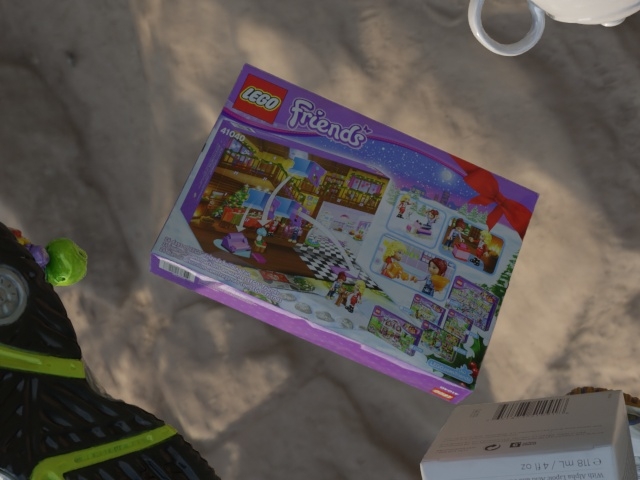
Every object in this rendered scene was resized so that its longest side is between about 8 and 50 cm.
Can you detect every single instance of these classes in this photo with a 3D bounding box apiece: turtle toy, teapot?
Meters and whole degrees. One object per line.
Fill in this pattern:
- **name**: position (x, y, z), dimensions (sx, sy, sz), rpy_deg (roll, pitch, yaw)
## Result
- **turtle toy**: position (-0.268, 0.023, 0.955), dimensions (0.095, 0.130, 0.066), rpy_deg (17, 95, 51)
- **teapot**: position (0.339, -0.351, 1.344), dimensions (0.256, 0.252, 0.187), rpy_deg (2, 129, 34)

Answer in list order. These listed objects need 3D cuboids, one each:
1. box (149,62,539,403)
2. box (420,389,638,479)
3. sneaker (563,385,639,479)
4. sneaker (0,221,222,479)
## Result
- **box**: position (0.025, -0.007, 0.947), dimensions (0.293, 0.201, 0.057), rpy_deg (24, 157, -1)
- **box**: position (0.211, 0.234, 1.058), dimensions (0.181, 0.182, 0.119), rpy_deg (-10, 96, 19)
- **sneaker**: position (0.446, 0.282, 1.380), dimensions (0.297, 0.112, 0.131), rpy_deg (13, 112, 21)
- **sneaker**: position (-0.229, 0.111, 0.746), dimensions (0.147, 0.145, 0.384), rpy_deg (-13, 117, 51)
